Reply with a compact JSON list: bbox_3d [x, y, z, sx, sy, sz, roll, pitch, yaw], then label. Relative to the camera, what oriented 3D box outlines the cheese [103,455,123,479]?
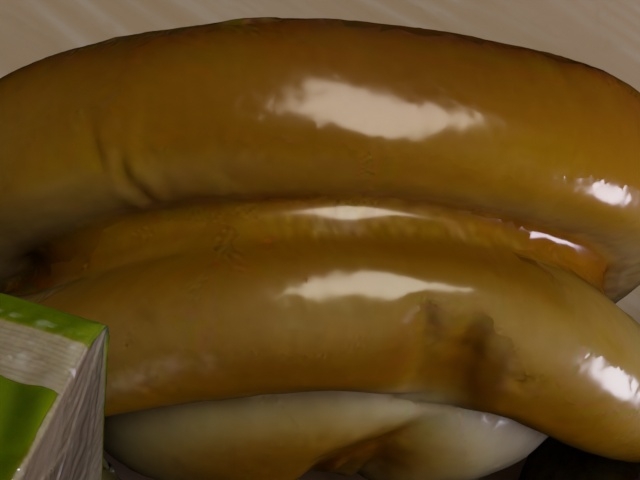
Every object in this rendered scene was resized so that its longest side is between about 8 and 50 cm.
[{"bbox_3d":[-0.127,0.158,0.697,0.084,0.041,0.060,44,61,5],"label":"cheese"}]

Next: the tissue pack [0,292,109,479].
[{"bbox_3d":[-0.250,0.111,0.525,0.274,0.200,0.167,15,39,4],"label":"tissue pack"}]

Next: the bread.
[{"bbox_3d":[-0.004,0.019,0.703,0.424,0.329,0.245,2,88,-11],"label":"bread"}]

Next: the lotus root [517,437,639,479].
[{"bbox_3d":[0.199,0.154,0.782,0.124,0.123,0.241,30,51,9],"label":"lotus root"}]
